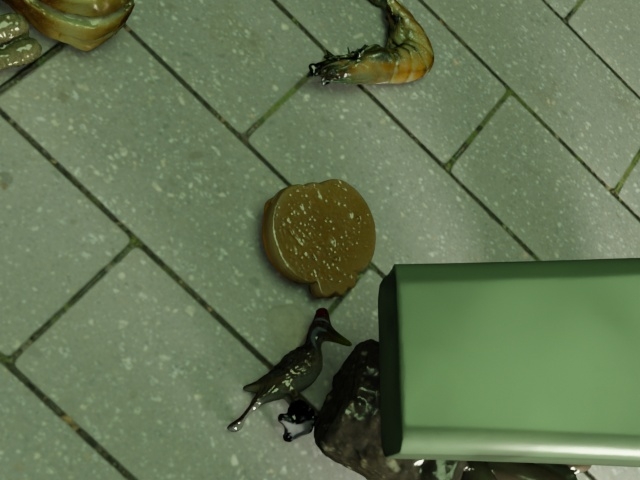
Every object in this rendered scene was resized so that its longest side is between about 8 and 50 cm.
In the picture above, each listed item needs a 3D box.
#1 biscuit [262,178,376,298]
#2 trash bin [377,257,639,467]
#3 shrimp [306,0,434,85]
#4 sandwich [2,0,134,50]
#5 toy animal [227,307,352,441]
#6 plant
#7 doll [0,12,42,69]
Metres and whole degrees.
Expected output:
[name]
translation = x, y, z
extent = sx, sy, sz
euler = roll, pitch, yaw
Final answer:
[biscuit]
translation = -0.002, 0.001, 1.272
extent = 0.170, 0.050, 0.170
euler = 9, 72, -29
[trash bin]
translation = 0.242, 0.132, 1.029
extent = 0.343, 0.158, 0.223
euler = 2, 74, -7
[shrimp]
translation = 0.053, -0.318, 1.438
extent = 0.261, 0.051, 0.198
euler = -17, 71, -34
[sandwich]
translation = -0.328, -0.410, 1.249
extent = 0.254, 0.100, 0.288
euler = 32, 58, -4
[toy animal]
translation = -0.030, 0.166, 1.177
extent = 0.105, 0.070, 0.202
euler = 21, 60, 12
[plant]
translation = 0.163, 0.246, 1.159
extent = 0.320, 0.181, 0.194
euler = 28, 79, -6
[doll]
translation = -0.476, -0.204, 1.097
extent = 0.286, 0.091, 0.203
euler = -56, 132, -21
